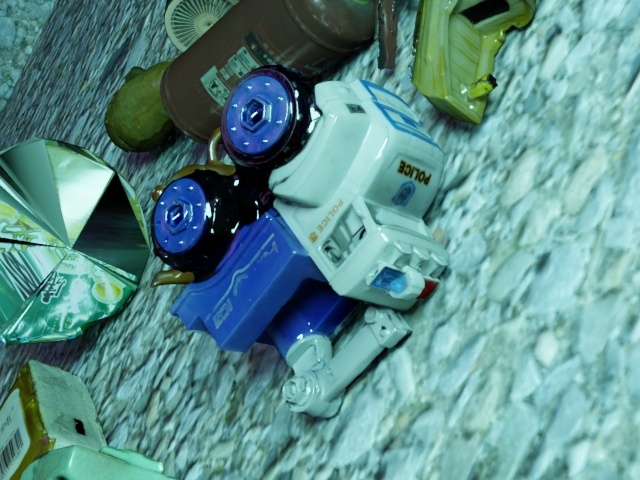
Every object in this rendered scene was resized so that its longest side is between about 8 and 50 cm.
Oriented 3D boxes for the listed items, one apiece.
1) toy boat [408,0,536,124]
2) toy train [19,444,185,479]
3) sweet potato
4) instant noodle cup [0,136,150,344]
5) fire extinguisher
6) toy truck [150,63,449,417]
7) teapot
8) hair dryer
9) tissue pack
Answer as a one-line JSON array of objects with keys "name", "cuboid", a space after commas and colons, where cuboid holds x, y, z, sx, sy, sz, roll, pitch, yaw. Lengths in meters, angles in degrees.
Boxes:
[{"name": "toy boat", "cuboid": [0.117, -0.186, 0.690, 0.088, 0.068, 0.226, -16, 52, 46]}, {"name": "toy train", "cuboid": [-0.208, 0.321, 0.742, 0.159, 0.129, 0.326, -27, 44, 53]}, {"name": "sweet potato", "cuboid": [-0.210, -0.165, 1.182, 0.124, 0.098, 0.310, -47, 24, -14]}, {"name": "instant noodle cup", "cuboid": [-0.339, 0.011, 1.135, 0.178, 0.240, 0.240, -19, 51, 62]}, {"name": "fire extinguisher", "cuboid": [-0.022, -0.180, 0.890, 0.337, 0.106, 0.147, -27, 70, 48]}, {"name": "toy truck", "cuboid": [0.000, 0.000, 0.667, 0.213, 0.161, 0.177, -51, 50, 20]}, {"name": "teapot", "cuboid": [-0.105, -0.028, 0.879, 0.116, 0.116, 0.173, -4, 62, 58]}, {"name": "hair dryer", "cuboid": [-0.040, -0.372, 1.096, 0.352, 0.107, 0.189, -35, 37, 29]}, {"name": "tissue pack", "cuboid": [-0.327, 0.264, 1.020, 0.226, 0.092, 0.183, -60, 29, 8]}]
